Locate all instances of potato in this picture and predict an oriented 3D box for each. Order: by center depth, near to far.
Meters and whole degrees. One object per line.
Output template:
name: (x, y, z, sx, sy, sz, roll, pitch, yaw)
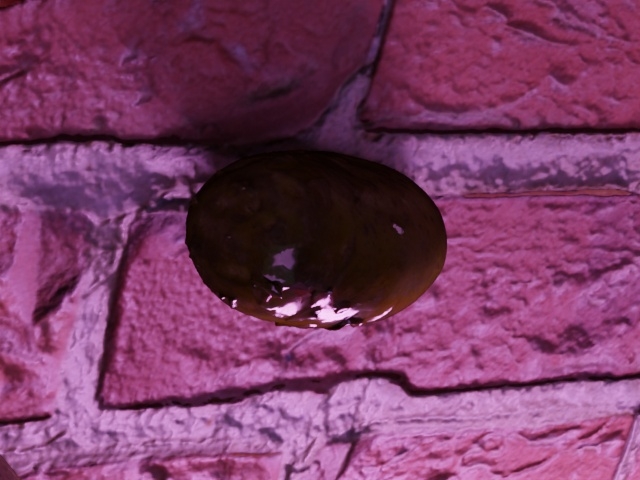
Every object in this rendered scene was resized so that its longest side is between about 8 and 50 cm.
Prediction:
potato: (0.000, 0.000, 1.620, 0.141, 0.176, 0.298, -54, 152, 19)

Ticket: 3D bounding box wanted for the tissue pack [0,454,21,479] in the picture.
tissue pack: (-0.376, 0.269, 1.581, 0.274, 0.167, 0.200, -33, 129, -6)
